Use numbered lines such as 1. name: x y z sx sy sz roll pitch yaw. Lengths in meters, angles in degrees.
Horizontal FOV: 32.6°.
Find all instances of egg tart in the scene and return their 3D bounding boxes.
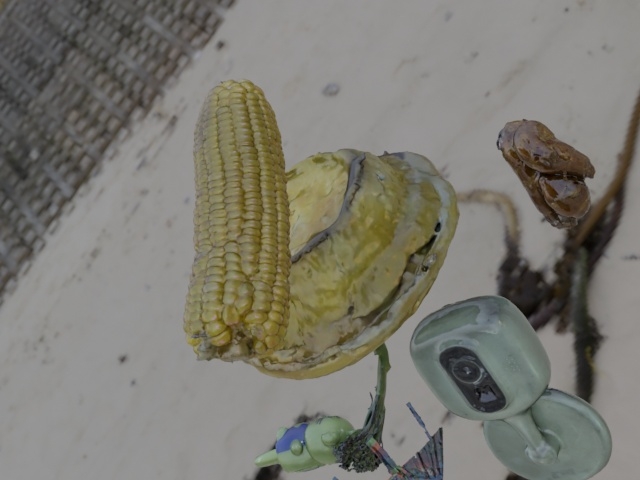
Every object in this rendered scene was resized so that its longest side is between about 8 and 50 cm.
1. egg tart: 0.000 0.000 1.306 0.345 0.132 0.345 -30 32 22

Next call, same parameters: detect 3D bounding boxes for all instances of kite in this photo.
1. kite: 0.111 0.329 1.505 0.183 0.010 0.160 -46 60 9

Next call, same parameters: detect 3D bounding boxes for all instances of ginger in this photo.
1. ginger: 0.297 -0.090 1.392 0.073 0.162 0.103 -35 4 -10

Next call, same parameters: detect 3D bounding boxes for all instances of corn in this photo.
1. corn: -0.077 -0.024 1.016 0.101 0.101 0.292 -34 49 42

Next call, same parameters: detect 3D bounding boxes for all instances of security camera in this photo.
1. security camera: 0.231 0.198 1.311 0.157 0.301 0.080 -25 22 33

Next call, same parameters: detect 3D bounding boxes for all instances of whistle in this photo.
1. whistle: -0.023 0.357 1.896 0.227 0.105 0.085 -23 72 35

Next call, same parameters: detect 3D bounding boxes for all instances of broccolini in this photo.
1. broccolini: 0.066 0.262 1.792 0.062 0.271 0.123 9 17 28
